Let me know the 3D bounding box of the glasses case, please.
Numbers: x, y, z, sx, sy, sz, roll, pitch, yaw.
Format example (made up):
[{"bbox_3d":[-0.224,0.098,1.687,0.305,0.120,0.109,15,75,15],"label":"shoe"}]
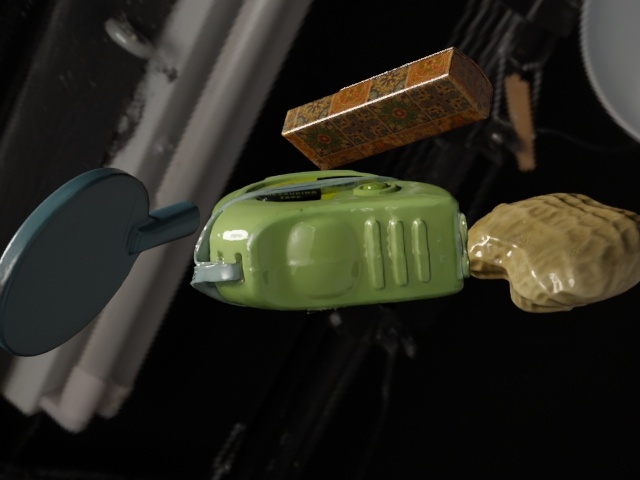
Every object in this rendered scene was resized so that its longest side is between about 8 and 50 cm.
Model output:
[{"bbox_3d":[0.068,-0.136,1.235,0.218,0.049,0.075,-16,-42,38],"label":"glasses case"}]

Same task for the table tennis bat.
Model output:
[{"bbox_3d":[-0.239,0.013,1.281,0.329,0.044,0.215,-29,-37,-57],"label":"table tennis bat"}]

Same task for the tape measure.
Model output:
[{"bbox_3d":[0.000,0.000,0.809,0.177,0.154,0.088,-4,-75,-4],"label":"tape measure"}]

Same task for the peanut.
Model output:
[{"bbox_3d":[0.275,0.009,1.414,0.196,0.233,0.110,-26,-54,-28],"label":"peanut"}]
